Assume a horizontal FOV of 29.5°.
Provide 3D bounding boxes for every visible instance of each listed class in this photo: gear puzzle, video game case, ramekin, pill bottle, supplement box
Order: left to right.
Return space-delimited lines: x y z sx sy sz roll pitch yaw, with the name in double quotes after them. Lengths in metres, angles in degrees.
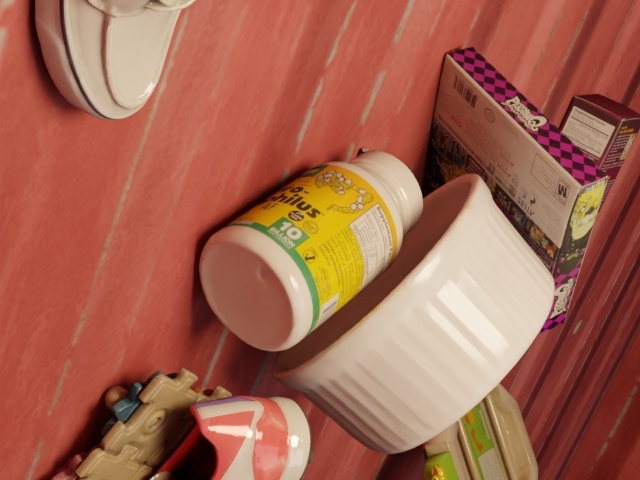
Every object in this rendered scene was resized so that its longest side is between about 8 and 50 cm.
-0.139 0.208 1.151 0.175 0.044 0.339 -50 155 -3 "gear puzzle"
0.000 0.000 1.088 0.208 0.117 0.118 -36 147 -41 "pill bottle"
0.096 0.077 1.184 0.277 0.135 0.277 -44 -173 7 "ramekin"
0.192 -0.053 1.268 0.041 0.232 0.210 -19 139 -23 "video game case"
0.373 -0.107 1.732 0.104 0.080 0.188 -13 130 -58 "supplement box"

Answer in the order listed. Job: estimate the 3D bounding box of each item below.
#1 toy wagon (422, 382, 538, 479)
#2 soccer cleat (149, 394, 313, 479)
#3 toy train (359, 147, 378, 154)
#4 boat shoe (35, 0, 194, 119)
0.224 0.322 1.775 0.068 0.267 0.344 -20 175 31 "toy wagon"
-0.127 0.264 1.099 0.116 0.109 0.318 13 119 -37 "soccer cleat"
0.040 -0.056 1.216 0.017 0.023 0.083 -18 134 -49 "toy train"
-0.102 -0.178 0.720 0.096 0.088 0.268 -32 144 -46 "boat shoe"
